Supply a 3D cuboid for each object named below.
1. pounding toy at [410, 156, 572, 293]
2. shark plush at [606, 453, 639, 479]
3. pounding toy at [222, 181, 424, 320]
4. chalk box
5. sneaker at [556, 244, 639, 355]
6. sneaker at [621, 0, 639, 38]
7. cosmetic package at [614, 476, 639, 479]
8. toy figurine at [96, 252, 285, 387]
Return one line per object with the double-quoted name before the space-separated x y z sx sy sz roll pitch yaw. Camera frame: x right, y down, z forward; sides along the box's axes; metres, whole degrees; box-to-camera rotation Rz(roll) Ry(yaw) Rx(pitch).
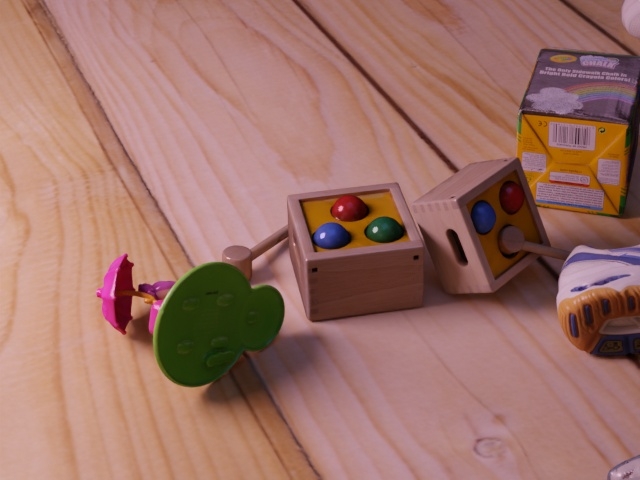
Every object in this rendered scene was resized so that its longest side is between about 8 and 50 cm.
"pounding toy" 0.195 -0.007 1.504 0.130 0.141 0.100 -34 18 -36
"shark plush" 0.339 0.188 1.281 0.161 0.073 0.067 -33 15 -29
"pounding toy" -0.007 -0.005 1.528 0.206 0.094 0.181 -7 36 -8
"chalk box" 0.316 -0.144 1.680 0.132 0.132 0.213 8 36 16
"sneaker" 0.391 0.041 1.431 0.296 0.112 0.131 2 35 4
"sneaker" 0.537 -0.279 1.874 0.292 0.108 0.169 -6 54 32
"cosmetic package" 0.254 0.276 1.075 0.296 0.153 0.129 -8 35 -6
"toy figurine" -0.151 0.063 1.445 0.173 0.130 0.159 -6 19 -45
